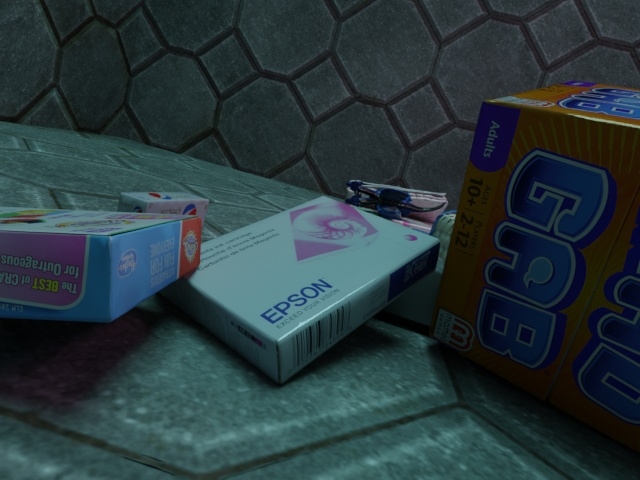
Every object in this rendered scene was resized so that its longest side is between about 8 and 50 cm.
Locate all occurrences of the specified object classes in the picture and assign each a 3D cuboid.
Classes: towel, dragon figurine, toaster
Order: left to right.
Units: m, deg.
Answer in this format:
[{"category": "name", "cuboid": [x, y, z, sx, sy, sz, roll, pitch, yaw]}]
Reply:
[{"category": "towel", "cuboid": [0.242, -0.099, 1.487, 0.331, 0.054, 0.317, 8, -21, 3]}, {"category": "dragon figurine", "cuboid": [0.213, -0.109, 1.248, 0.289, 0.085, 0.144, 17, 12, 15]}, {"category": "toaster", "cuboid": [0.144, 0.075, 0.781, 0.185, 0.110, 0.168, 17, 10, 12]}]

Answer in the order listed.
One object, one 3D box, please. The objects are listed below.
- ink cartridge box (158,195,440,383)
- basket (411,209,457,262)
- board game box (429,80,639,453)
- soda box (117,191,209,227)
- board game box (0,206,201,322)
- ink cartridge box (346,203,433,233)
[{"category": "ink cartridge box", "cuboid": [-0.051, 0.020, 0.624, 0.330, 0.072, 0.324, 24, 36, 36]}, {"category": "basket", "cuboid": [0.358, 0.034, 1.034, 0.254, 0.201, 0.289, 16, 13, 0]}, {"category": "board game box", "cuboid": [0.420, 0.001, 0.588, 0.356, 0.357, 0.356, 26, 36, 35]}, {"category": "soda box", "cuboid": [-0.331, -0.061, 0.916, 0.069, 0.074, 0.216, 18, 11, 15]}, {"category": "board game box", "cuboid": [-0.303, 0.007, 0.410, 0.316, 0.064, 0.242, 3, 6, -1]}, {"category": "ink cartridge box", "cuboid": [0.252, -0.013, 1.357, 0.353, 0.119, 0.207, 12, 11, -11]}]
